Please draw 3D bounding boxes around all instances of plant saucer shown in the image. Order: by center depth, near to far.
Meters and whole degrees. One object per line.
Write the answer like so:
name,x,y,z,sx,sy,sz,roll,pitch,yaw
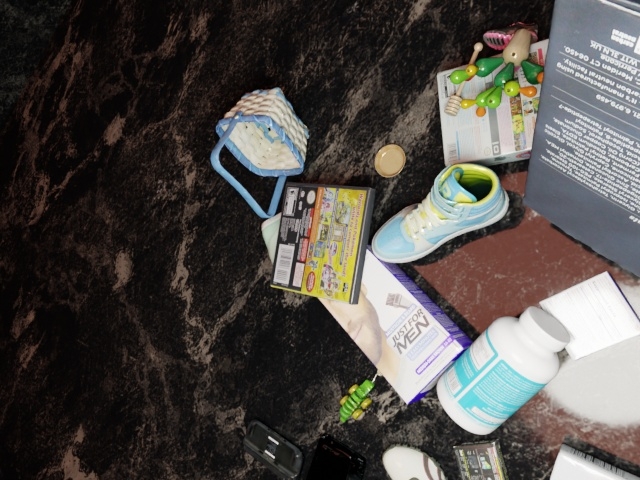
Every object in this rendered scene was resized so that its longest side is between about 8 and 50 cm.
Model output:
plant saucer,0.178,-0.200,1.224,0.084,0.015,0.083,-4,83,33

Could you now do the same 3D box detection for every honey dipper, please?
honey dipper,0.309,-0.348,1.041,0.031,0.030,0.160,24,95,32

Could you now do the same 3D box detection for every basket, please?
basket,-0.158,-0.236,1.291,0.201,0.254,0.288,-3,54,29

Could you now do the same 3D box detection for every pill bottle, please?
pill bottle,0.360,0.251,0.955,0.146,0.146,0.264,49,123,26

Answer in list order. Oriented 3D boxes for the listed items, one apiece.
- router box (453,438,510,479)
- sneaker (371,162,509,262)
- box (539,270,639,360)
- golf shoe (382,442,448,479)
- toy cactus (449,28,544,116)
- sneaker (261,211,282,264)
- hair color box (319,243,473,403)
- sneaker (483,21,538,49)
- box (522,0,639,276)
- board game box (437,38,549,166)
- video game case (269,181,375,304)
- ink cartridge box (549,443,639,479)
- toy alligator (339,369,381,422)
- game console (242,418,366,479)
router box,0.346,0.491,1.030,0.092,0.038,0.122,-19,75,30
sneaker,0.235,-0.064,1.028,0.319,0.208,0.127,-28,67,13
box,0.523,0.145,0.936,0.137,0.072,0.126,-33,68,26
golf shoe,0.234,0.556,1.048,0.273,0.120,0.105,37,106,31
toy cactus,0.380,-0.332,0.965,0.219,0.112,0.180,17,75,36
sneaker,-0.049,-0.022,1.300,0.256,0.094,0.151,-31,63,36
hair color box,0.166,0.184,1.138,0.339,0.110,0.185,48,110,29
sneaker,0.429,-0.464,1.085,0.120,0.047,0.057,14,71,32
box,0.553,-0.250,0.641,0.480,0.471,0.297,-45,59,-7
board game box,0.418,-0.286,1.035,0.304,0.098,0.223,-7,82,33
video game case,0.000,0.000,1.183,0.249,0.035,0.274,8,89,34
ink cartridge box,0.556,0.597,0.871,0.324,0.071,0.329,18,98,32
toy alligator,0.096,0.381,1.191,0.056,0.051,0.189,43,107,28
game console,-0.062,0.582,1.277,0.362,0.044,0.213,21,94,32
